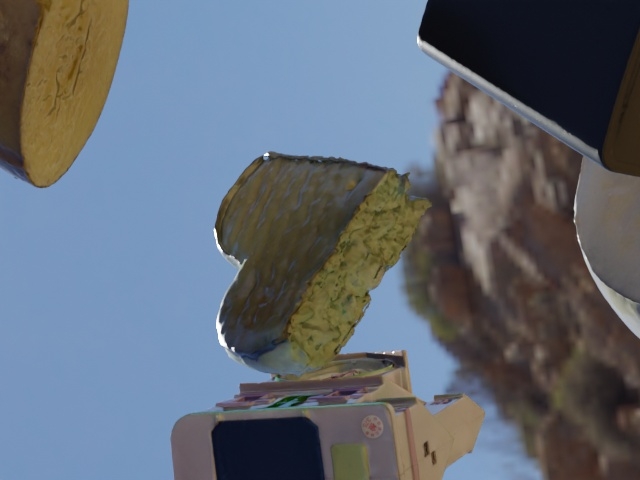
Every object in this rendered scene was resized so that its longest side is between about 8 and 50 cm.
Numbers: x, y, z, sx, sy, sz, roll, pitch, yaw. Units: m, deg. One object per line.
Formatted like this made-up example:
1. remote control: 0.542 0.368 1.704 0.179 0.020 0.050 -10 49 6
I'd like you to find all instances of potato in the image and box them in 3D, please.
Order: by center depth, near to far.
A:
1. potato: -0.254 -0.158 1.522 0.178 0.158 0.203 -49 -31 -57

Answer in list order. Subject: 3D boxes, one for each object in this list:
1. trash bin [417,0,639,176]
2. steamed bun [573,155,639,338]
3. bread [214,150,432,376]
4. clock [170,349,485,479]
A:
1. trash bin: 0.186 -0.158 1.339 0.115 0.225 0.165 6 -71 -37
2. steamed bun: 0.378 -0.037 1.618 0.206 0.324 0.324 23 -124 -36
3. bread: 0.000 0.000 1.371 0.064 0.172 0.232 42 -157 -30
4. clock: 0.021 0.202 1.965 0.309 0.235 0.166 -15 -81 -67
